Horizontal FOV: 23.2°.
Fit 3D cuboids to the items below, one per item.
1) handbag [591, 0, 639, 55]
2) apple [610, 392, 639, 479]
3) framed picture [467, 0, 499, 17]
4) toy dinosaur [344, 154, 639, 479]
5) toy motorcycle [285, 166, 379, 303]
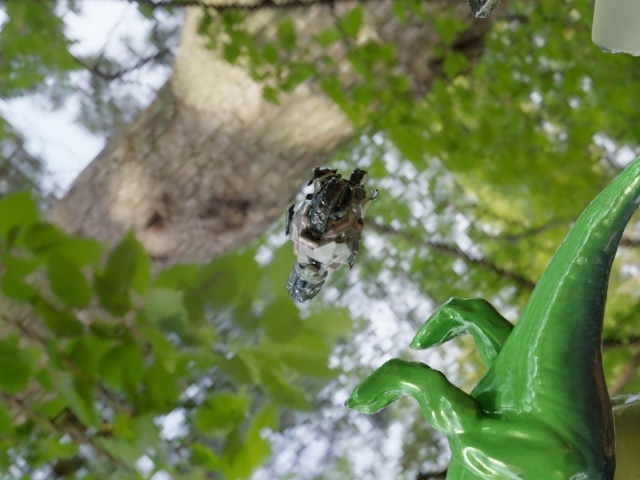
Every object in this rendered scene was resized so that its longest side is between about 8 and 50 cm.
[{"bbox_3d":[0.212,-0.147,0.697,0.109,0.315,0.241,-12,-159,-35],"label":"handbag"},{"bbox_3d":[0.479,0.442,2.380,0.473,0.473,0.474,30,-143,-26],"label":"apple"},{"bbox_3d":[0.179,-0.385,1.278,0.014,0.339,0.255,3,-125,-30],"label":"framed picture"},{"bbox_3d":[0.227,0.179,1.254,0.374,0.500,0.144,56,-146,6],"label":"toy dinosaur"},{"bbox_3d":[0.005,0.003,2.134,0.108,0.204,0.239,29,-168,23],"label":"toy motorcycle"}]
